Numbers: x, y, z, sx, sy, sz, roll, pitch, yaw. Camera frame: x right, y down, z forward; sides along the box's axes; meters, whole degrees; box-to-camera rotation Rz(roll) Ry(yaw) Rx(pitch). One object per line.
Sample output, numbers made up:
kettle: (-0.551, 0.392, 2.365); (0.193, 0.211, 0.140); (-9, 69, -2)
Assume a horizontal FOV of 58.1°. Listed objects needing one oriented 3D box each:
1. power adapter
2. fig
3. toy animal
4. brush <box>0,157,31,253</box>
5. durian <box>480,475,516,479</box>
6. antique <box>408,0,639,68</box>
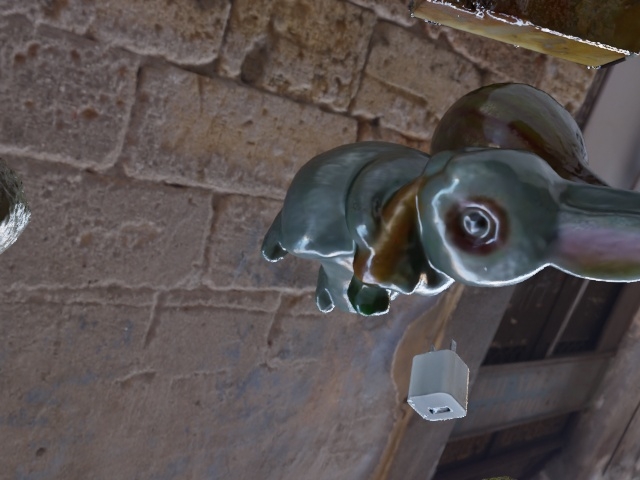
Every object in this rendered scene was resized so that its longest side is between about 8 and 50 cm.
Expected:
power adapter: (0.320, 0.356, 1.540); (0.125, 0.130, 0.205); (47, -139, -28)
fig: (0.182, -0.041, 0.437); (0.124, 0.124, 0.236); (7, -156, -40)
toy animal: (0.074, -0.021, 0.348); (0.236, 0.138, 0.108); (-18, 136, 38)
brush: (-0.235, 0.072, 0.318); (0.042, 0.299, 0.039); (44, -159, 14)
durian: (0.357, 0.550, 1.164); (0.102, 0.146, 0.208); (46, 173, 10)
antique: (0.284, -0.322, 0.795); (0.309, 0.088, 0.093); (13, -177, -7)
